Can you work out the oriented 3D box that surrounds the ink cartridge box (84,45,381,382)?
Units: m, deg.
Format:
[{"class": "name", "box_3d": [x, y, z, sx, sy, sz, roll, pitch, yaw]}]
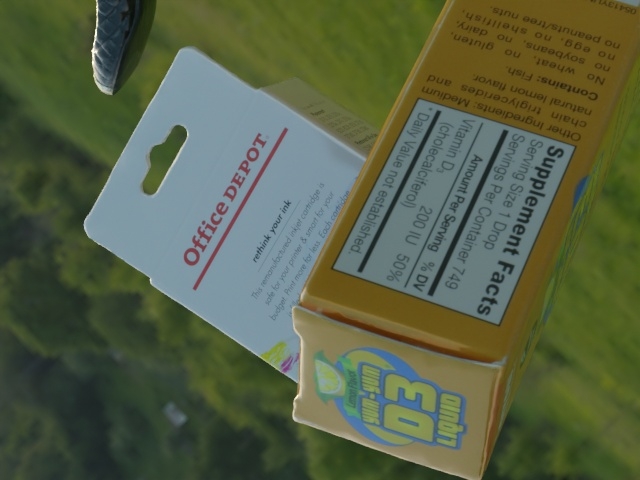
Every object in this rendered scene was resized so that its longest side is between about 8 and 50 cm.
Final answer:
[{"class": "ink cartridge box", "box_3d": [0.000, 0.000, 0.803, 0.181, 0.104, 0.061, 34, -163, 8]}]

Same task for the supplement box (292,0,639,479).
[{"class": "supplement box", "box_3d": [0.066, -0.031, 0.664, 0.080, 0.233, 0.078, 20, 146, 14]}]

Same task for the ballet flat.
[{"class": "ballet flat", "box_3d": [-0.143, -0.172, 1.268, 0.049, 0.057, 0.173, 21, 137, 10]}]
